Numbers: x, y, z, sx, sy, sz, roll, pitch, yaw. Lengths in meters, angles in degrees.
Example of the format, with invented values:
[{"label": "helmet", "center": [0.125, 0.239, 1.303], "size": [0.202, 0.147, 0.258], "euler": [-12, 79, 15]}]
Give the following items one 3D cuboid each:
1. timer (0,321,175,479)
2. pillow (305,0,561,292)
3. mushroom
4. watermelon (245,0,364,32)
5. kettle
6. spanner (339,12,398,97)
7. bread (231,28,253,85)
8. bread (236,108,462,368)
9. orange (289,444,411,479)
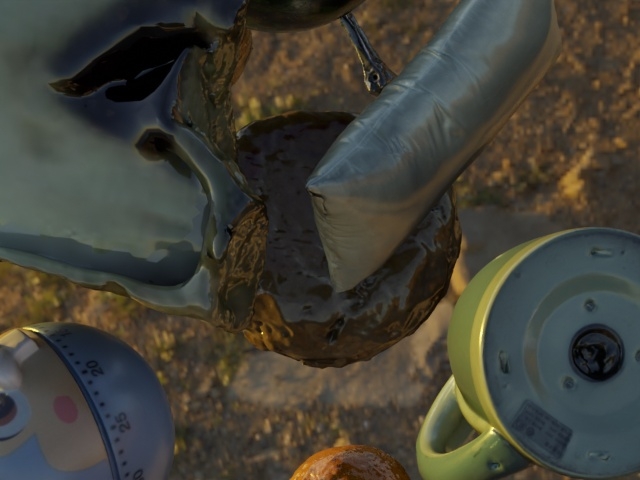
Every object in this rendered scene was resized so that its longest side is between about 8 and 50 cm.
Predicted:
[{"label": "timer", "center": [-0.213, 0.130, 0.844], "size": [0.255, 0.175, 0.175], "euler": [6, 26, -42]}, {"label": "pillow", "center": [0.077, -0.088, 0.896], "size": [0.078, 0.144, 0.254], "euler": [37, 76, 20]}, {"label": "mushroom", "center": [-0.151, -0.080, 0.807], "size": [0.292, 0.212, 0.218], "euler": [13, 91, 17]}, {"label": "watermelon", "center": [-0.030, -0.314, 1.104], "size": [0.268, 0.269, 0.269], "euler": [-6, 42, 6]}, {"label": "kettle", "center": [0.223, 0.144, 1.430], "size": [0.319, 0.247, 0.342], "euler": [-46, 5, -8]}, {"label": "spanner", "center": [0.023, -0.267, 1.497], "size": [0.026, 0.325, 0.093], "euler": [-28, 9, 20]}, {"label": "bread", "center": [-0.171, -0.237, 1.349], "size": [0.236, 0.236, 0.070], "euler": [18, 72, 29]}, {"label": "bread", "center": [0.000, 0.000, 1.062], "size": [0.230, 0.123, 0.230], "euler": [3, 56, -5]}, {"label": "orange", "center": [0.023, 0.248, 1.173], "size": [0.135, 0.117, 0.136], "euler": [-10, 62, 20]}]
